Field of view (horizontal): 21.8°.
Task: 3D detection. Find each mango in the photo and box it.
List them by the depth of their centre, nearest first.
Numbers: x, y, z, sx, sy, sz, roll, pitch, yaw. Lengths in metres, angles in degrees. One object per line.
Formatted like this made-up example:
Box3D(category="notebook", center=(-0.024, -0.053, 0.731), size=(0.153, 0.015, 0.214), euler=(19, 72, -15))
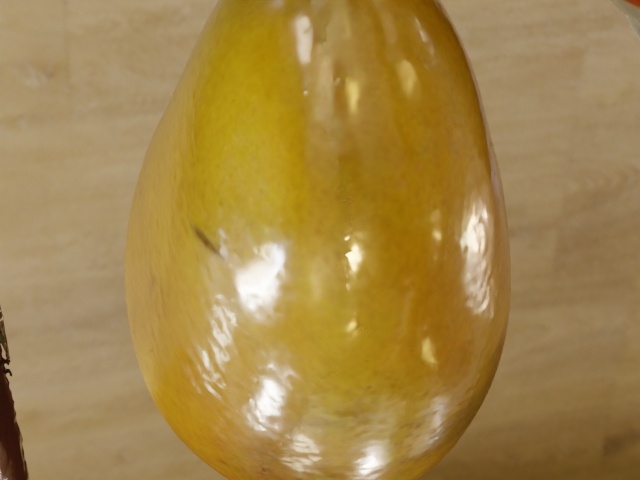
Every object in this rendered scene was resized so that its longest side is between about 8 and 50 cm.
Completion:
Box3D(category="mango", center=(0.000, 0.000, 0.764), size=(0.173, 0.211, 0.317), euler=(-10, 147, -13))

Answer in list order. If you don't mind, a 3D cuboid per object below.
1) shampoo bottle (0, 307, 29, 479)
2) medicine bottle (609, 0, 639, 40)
Box3D(category="shampoo bottle", center=(-0.147, -0.014, 0.535), size=(0.068, 0.067, 0.236), euler=(-3, 113, 11))
Box3D(category="medicine bottle", center=(0.191, -0.210, 0.758), size=(0.211, 0.211, 0.371), euler=(-40, 133, 2))
